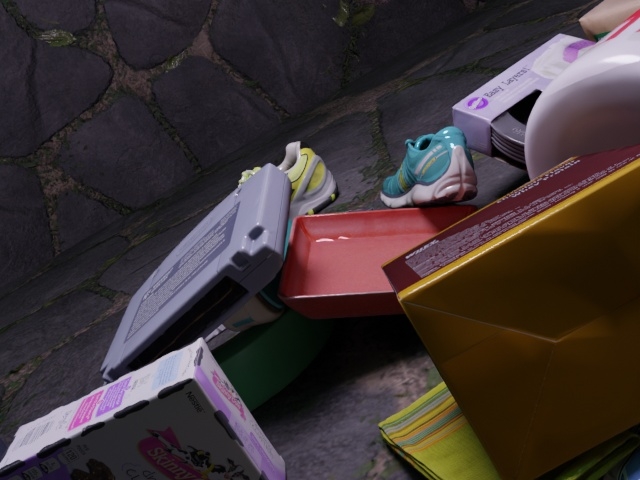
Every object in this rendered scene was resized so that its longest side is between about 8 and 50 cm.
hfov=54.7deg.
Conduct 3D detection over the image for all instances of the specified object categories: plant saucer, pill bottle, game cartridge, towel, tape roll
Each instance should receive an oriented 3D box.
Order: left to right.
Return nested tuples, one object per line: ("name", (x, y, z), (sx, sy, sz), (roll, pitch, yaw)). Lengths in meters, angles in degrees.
("game cartridge", (-0.145, 0.045, 0.744), (0.297, 0.062, 0.198), (-41, 20, 25))
("tape roll", (-0.134, 0.132, 0.862), (0.321, 0.077, 0.321), (-25, 18, 9))
("plant saucer", (0.088, 0.024, 0.767), (0.259, 0.047, 0.259), (-4, 21, 3))
("towel", (0.118, 0.143, 0.461), (0.102, 0.021, 0.237), (-33, 3, -12))
("pill bottle", (0.412, -0.161, 0.621), (0.408, 0.229, 0.229), (-38, 21, -26))

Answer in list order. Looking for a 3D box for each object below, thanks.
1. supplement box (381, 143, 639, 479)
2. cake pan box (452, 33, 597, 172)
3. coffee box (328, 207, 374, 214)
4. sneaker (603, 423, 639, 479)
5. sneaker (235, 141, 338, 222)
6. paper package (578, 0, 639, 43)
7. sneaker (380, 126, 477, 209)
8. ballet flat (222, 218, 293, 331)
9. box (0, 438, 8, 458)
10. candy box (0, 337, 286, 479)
("supplement box", (0.160, 0.035, 0.437), (0.191, 0.129, 0.194), (-30, 2, 3))
("cake pan box", (0.351, -0.176, 0.844), (0.267, 0.070, 0.246), (-35, 44, -21))
("coffee box", (0.000, 0.000, 1.036), (0.184, 0.040, 0.113), (-32, 17, -35))
("sneaker", (0.214, 0.126, 0.379), (0.081, 0.080, 0.211), (-10, 24, 35))
("sneaker", (-0.145, -0.064, 1.281), (0.385, 0.147, 0.145), (-38, 23, -23))
("paper package", (0.607, -0.339, 0.891), (0.309, 0.168, 0.325), (-37, 21, -30))
("sneaker", (0.164, -0.105, 0.943), (0.107, 0.109, 0.275), (-6, 0, -12))
("ballet flat", (-0.084, 0.038, 0.809), (0.086, 0.086, 0.248), (-24, 20, 14))
("box", (-0.491, 0.370, 0.585), (0.313, 0.178, 0.343), (-26, 19, 9))
("candy box", (-0.152, 0.206, 0.555), (0.196, 0.164, 0.070), (-27, 19, 5))
